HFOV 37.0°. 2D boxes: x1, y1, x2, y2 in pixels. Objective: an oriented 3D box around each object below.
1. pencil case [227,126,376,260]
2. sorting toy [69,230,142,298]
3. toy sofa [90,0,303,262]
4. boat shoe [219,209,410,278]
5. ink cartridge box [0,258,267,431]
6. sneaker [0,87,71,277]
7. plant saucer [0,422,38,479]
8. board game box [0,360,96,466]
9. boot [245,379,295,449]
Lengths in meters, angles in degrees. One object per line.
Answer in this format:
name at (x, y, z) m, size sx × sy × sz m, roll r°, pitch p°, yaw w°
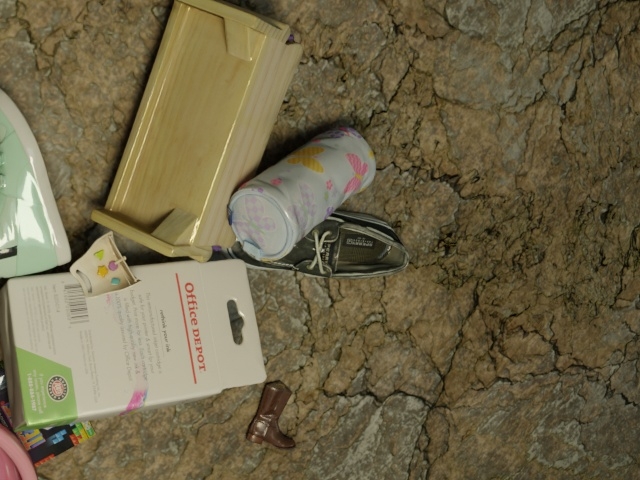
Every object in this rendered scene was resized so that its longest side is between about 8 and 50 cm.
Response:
pencil case at (-0.022, -0.074, 1.448) m, size 0.273 × 0.113 × 0.124 m, roll -42°, pitch 141°, yaw -46°
sorting toy at (-0.303, 0.042, 1.323) m, size 0.075 × 0.045 × 0.083 m, roll -30°, pitch 90°, yaw -23°
toy sofa at (-0.173, -0.161, 1.369) m, size 0.177 × 0.150 × 0.363 m, roll -2°, pitch 114°, yaw -68°
boat shoe at (0.000, 0.000, 1.548) m, size 0.335 × 0.119 × 0.121 m, roll 0°, pitch 108°, yaw -30°
ink cartridge box at (-0.273, 0.146, 1.395) m, size 0.353 × 0.119 × 0.207 m, roll -5°, pitch 76°, yaw -28°
sneaker at (-0.439, -0.068, 1.258) m, size 0.151 × 0.094 × 0.256 m, roll -20°, pitch 99°, yaw -23°
plant saucer at (-0.568, 0.359, 1.348) m, size 0.332 × 0.084 × 0.332 m, roll -7°, pitch 114°, yaw -15°
board game box at (-0.437, 0.253, 1.435) m, size 0.141 × 0.048 × 0.170 m, roll -29°, pitch 120°, yaw -19°
boot at (-0.068, 0.306, 1.678) m, size 0.106 × 0.037 × 0.114 m, roll 20°, pitch 93°, yaw -36°
